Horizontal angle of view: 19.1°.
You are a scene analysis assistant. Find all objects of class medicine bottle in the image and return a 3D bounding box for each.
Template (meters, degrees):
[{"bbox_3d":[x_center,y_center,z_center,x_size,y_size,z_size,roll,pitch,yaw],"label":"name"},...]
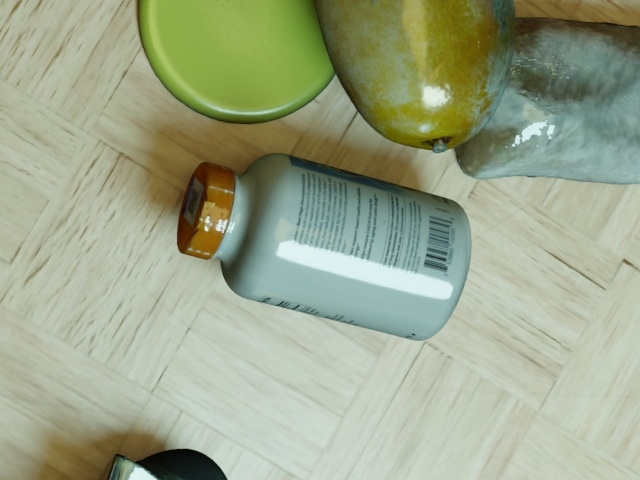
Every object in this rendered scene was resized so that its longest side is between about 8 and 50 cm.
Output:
[{"bbox_3d":[0.000,0.000,1.980,0.288,0.157,0.157,15,88,-17],"label":"medicine bottle"}]

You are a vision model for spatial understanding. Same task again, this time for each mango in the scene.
[{"bbox_3d":[0.087,-0.276,1.972,0.221,0.199,0.384,-1,72,-53],"label":"mango"}]

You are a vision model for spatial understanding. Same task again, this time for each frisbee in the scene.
[{"bbox_3d":[-0.077,-0.240,2.017,0.236,0.017,0.236,-1,93,-16],"label":"frisbee"}]

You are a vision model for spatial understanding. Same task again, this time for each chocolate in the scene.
[{"bbox_3d":[0.300,-0.155,2.100,0.303,0.100,0.185,0,90,-20],"label":"chocolate"}]

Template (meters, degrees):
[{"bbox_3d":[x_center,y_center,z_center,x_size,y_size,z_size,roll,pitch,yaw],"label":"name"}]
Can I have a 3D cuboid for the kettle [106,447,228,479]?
[{"bbox_3d":[-0.165,0.346,1.929,0.250,0.207,0.271,31,76,-9],"label":"kettle"}]
